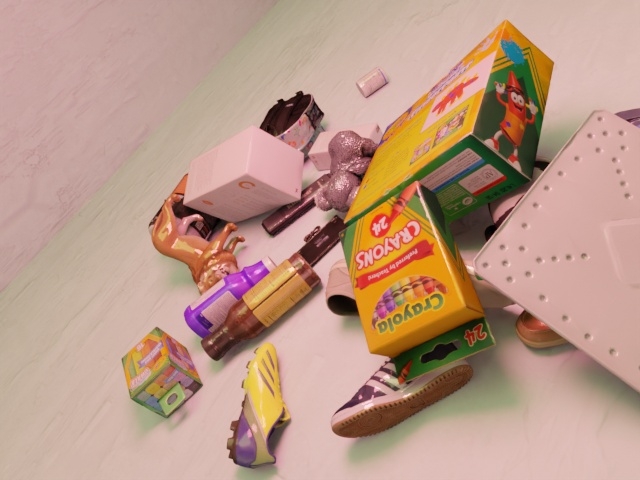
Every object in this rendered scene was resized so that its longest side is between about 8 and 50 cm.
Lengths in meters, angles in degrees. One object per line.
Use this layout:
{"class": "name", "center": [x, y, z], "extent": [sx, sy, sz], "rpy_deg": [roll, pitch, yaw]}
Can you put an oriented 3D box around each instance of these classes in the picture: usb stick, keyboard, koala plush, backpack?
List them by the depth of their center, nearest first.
{"class": "keyboard", "center": [0.000, 0.000, 1.363], "extent": [0.180, 0.023, 0.108], "rpy_deg": [-43, 44, -9]}
{"class": "koala plush", "center": [0.082, -0.178, 1.364], "extent": [0.196, 0.203, 0.221], "rpy_deg": [9, 69, 44]}
{"class": "usb stick", "center": [-0.067, -0.115, 1.514], "extent": [0.278, 0.045, 0.077], "rpy_deg": [-37, 37, 0]}
{"class": "backpack", "center": [-0.116, -0.390, 1.715], "extent": [0.225, 0.191, 0.253], "rpy_deg": [-9, 37, 32]}

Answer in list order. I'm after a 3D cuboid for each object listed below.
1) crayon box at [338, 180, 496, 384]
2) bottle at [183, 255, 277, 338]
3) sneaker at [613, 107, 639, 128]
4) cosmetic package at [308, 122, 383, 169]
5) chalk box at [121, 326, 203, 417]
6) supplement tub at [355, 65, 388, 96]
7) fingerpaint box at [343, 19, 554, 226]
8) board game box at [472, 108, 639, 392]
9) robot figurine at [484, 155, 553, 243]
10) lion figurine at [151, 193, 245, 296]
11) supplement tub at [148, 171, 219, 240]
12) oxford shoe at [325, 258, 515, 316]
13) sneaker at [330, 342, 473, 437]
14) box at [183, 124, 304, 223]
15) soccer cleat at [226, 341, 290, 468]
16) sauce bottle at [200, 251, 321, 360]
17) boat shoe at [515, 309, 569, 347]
{"class": "crayon box", "center": [0.161, 0.074, 0.864], "extent": [0.202, 0.081, 0.318], "rpy_deg": [-35, 51, 29]}
{"class": "bottle", "center": [-0.238, 0.153, 1.312], "extent": [0.283, 0.118, 0.092], "rpy_deg": [-39, 37, -1]}
{"class": "sneaker", "center": [0.711, -0.193, 0.893], "extent": [0.236, 0.130, 0.323], "rpy_deg": [-43, 26, -8]}
{"class": "cosmetic package", "center": [0.086, -0.307, 1.561], "extent": [0.231, 0.085, 0.117], "rpy_deg": [2, 52, 37]}
{"class": "chalk box", "center": [-0.409, 0.355, 1.228], "extent": [0.132, 0.132, 0.213], "rpy_deg": [-43, 38, -6]}
{"class": "supplement tub", "center": [0.195, -0.599, 1.785], "extent": [0.107, 0.071, 0.071], "rpy_deg": [-34, 38, 5]}
{"class": "fingerpaint box", "center": [0.286, -0.213, 1.099], "extent": [0.445, 0.163, 0.370], "rpy_deg": [-36, 25, 55]}
{"class": "board game box", "center": [0.507, 0.024, 0.753], "extent": [0.390, 0.050, 0.390], "rpy_deg": [38, 76, 16]}
{"class": "robot figurine", "center": [0.430, -0.058, 0.942], "extent": [0.209, 0.173, 0.278], "rpy_deg": [-13, 34, 15]}
{"class": "lion figurine", "center": [-0.396, 0.027, 1.465], "extent": [0.393, 0.142, 0.240], "rpy_deg": [24, 67, 19]}
{"class": "supplement tub", "center": [-0.452, -0.114, 1.696], "extent": [0.194, 0.193, 0.315], "rpy_deg": [-1, 50, 38]}
{"class": "oxford shoe", "center": [0.186, 0.117, 0.986], "extent": [0.450, 0.169, 0.130], "rpy_deg": [-3, 52, 43]}
{"class": "sneaker", "center": [0.134, 0.261, 0.922], "extent": [0.282, 0.099, 0.153], "rpy_deg": [-27, 43, 2]}
{"class": "box", "center": [-0.250, -0.197, 1.526], "extent": [0.346, 0.215, 0.168], "rpy_deg": [-15, 63, 42]}
{"class": "soccer cleat", "center": [-0.121, 0.361, 1.056], "extent": [0.121, 0.093, 0.289], "rpy_deg": [6, 43, 3]}
{"class": "sauce bottle", "center": [-0.160, 0.175, 1.235], "extent": [0.344, 0.111, 0.111], "rpy_deg": [-39, 38, -3]}
{"class": "boat shoe", "center": [0.473, 0.088, 0.842], "extent": [0.285, 0.089, 0.104], "rpy_deg": [-33, 38, 5]}
